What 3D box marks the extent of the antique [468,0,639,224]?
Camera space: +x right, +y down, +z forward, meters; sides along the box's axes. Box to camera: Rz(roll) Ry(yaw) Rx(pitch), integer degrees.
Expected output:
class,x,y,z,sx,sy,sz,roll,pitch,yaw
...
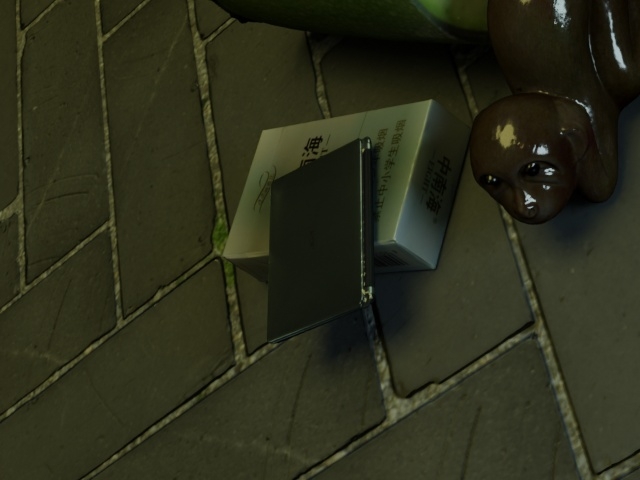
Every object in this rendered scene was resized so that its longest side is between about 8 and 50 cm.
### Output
class,x,y,z,sx,sy,sz,roll,pitch,yaw
antique,0.196,-0.139,1.330,0.121,0.143,0.257,9,82,49

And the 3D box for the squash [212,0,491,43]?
class,x,y,z,sx,sy,sz,roll,pitch,yaw
squash,0.042,-0.330,1.549,0.384,0.263,0.263,15,76,52

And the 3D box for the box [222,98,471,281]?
class,x,y,z,sx,sy,sz,roll,pitch,yaw
box,0.022,-0.045,1.529,0.243,0.067,0.155,-5,60,46

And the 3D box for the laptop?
class,x,y,z,sx,sy,sz,roll,pitch,yaw
laptop,0.000,0.000,1.457,0.129,0.016,0.180,-24,51,36
